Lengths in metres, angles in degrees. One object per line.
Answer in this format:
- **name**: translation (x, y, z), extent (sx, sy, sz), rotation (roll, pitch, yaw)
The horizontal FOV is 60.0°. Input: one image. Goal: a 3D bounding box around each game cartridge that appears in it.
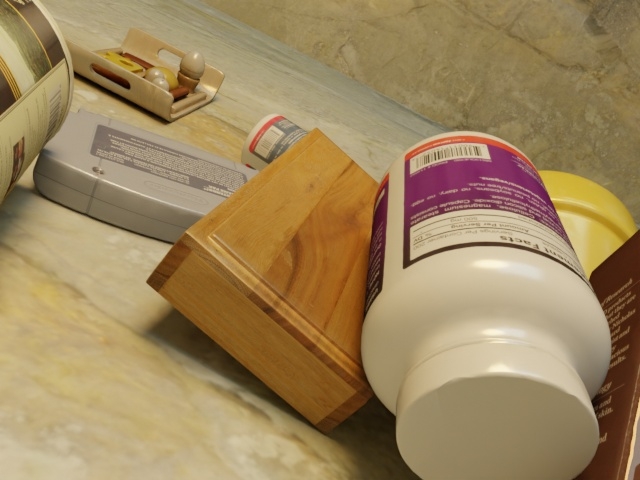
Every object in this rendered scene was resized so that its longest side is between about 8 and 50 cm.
- **game cartridge**: translation (-0.187, -0.068, 0.691), extent (0.294, 0.060, 0.196), rotation (17, 22, -24)

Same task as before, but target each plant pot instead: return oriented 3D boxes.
- **plant pot**: translation (0.278, 0.076, 0.703), extent (0.254, 0.254, 0.239), rotation (28, 39, -1)

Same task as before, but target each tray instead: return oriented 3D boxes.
- **tray**: translation (0.000, 0.000, 0.636), extent (0.203, 0.076, 0.411), rotation (41, 27, -5)

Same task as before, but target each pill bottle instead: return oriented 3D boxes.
- **pill bottle**: translation (-0.028, -0.115, 0.894), extent (0.180, 0.108, 0.108), rotation (35, 24, 14)
- **pill bottle**: translation (0.130, 0.042, 0.483), extent (0.181, 0.181, 0.323), rotation (25, 33, -8)

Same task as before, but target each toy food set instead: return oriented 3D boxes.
- **toy food set**: translation (-0.320, -0.330, 1.031), extent (0.220, 0.092, 0.306), rotation (27, 23, -4)

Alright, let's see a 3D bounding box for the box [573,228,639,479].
- **box**: translation (0.287, 0.164, 0.422), extent (0.191, 0.143, 0.381), rotation (32, 55, 9)

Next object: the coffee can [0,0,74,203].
- **coffee can**: translation (-0.319, -0.098, 0.409), extent (0.202, 0.201, 0.275), rotation (19, 25, -20)
